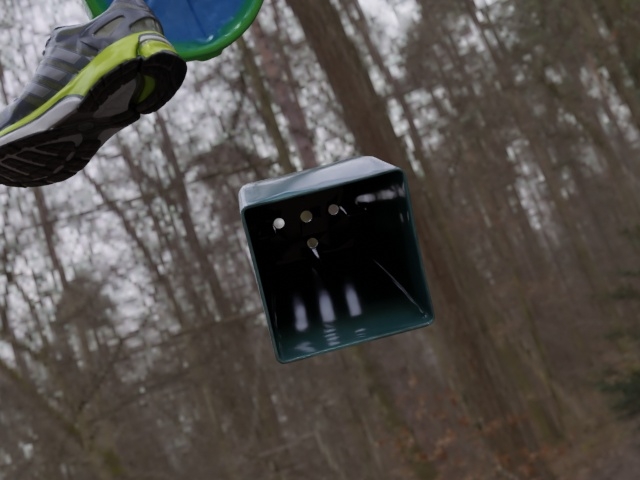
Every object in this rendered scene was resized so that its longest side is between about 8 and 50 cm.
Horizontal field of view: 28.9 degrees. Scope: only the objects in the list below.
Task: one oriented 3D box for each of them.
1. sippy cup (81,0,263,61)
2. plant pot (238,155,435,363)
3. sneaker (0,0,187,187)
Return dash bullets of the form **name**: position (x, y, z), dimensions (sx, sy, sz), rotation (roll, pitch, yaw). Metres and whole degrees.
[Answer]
- **sippy cup**: position (-0.202, -0.326, 1.543), dimensions (0.305, 0.240, 0.224), rotation (-19, 7, -16)
- **plant pot**: position (0.000, 0.000, 1.324), dimensions (0.165, 0.166, 0.234), rotation (-15, 15, -6)
- **sneaker**: position (-0.277, -0.159, 1.354), dimensions (0.300, 0.121, 0.111), rotation (-29, -31, 20)
